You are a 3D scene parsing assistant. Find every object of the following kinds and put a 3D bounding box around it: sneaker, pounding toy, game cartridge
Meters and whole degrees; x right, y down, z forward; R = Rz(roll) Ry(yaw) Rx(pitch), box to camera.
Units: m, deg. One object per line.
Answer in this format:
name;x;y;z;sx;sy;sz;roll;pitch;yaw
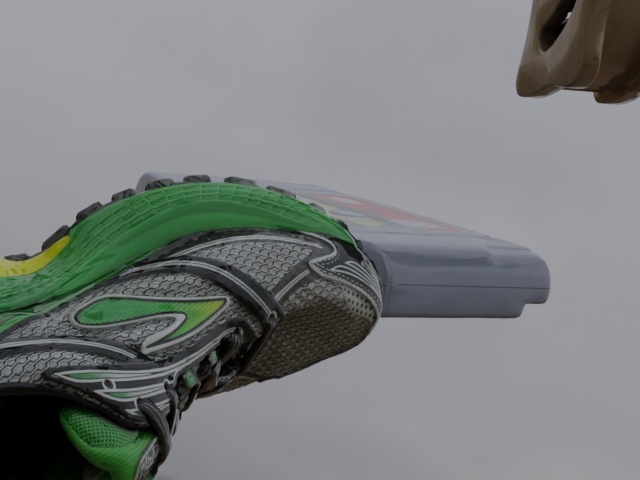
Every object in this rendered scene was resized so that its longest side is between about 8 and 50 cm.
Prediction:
sneaker;-0.101;0.071;0.834;0.343;0.134;0.146;-16;48;-37
pounding toy;0.166;-0.225;1.161;0.155;0.269;0.154;3;17;-19
game cartridge;0.000;0.000;1.270;0.196;0.060;0.294;-3;14;-42
